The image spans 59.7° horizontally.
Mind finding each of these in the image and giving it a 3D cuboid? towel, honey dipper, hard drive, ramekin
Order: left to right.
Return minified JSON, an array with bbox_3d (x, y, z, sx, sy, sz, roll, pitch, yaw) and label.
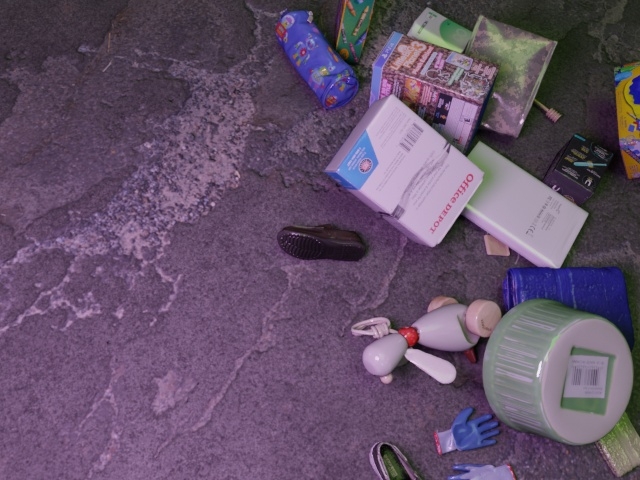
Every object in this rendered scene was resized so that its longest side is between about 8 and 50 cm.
[{"bbox_3d":[0.517,-0.094,1.494,0.353,0.047,0.233,36,60,9],"label":"hard drive"},{"bbox_3d":[0.659,-0.419,1.691,0.030,0.030,0.161,-38,74,-23],"label":"honey dipper"},{"bbox_3d":[0.514,0.282,1.188,0.303,0.148,0.303,-1,91,-23],"label":"ramekin"},{"bbox_3d":[0.603,0.177,1.365,0.308,0.076,0.228,-1,80,-10],"label":"towel"},{"bbox_3d":[0.675,0.450,1.272,0.110,0.027,0.148,-17,68,-15],"label":"towel"}]

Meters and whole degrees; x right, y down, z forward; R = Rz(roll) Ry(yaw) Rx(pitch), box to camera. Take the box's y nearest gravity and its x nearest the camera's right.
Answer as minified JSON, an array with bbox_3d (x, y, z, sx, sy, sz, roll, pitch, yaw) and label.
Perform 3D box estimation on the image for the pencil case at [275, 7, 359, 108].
[{"bbox_3d":[-0.011,-0.520,1.580,0.119,0.133,0.306,-10,62,-50],"label":"pencil case"}]

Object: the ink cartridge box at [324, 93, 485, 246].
[{"bbox_3d":[0.202,-0.163,1.346,0.307,0.129,0.223,36,86,-15],"label":"ink cartridge box"}]

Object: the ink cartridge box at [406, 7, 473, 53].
[{"bbox_3d":[0.347,-0.601,1.719,0.181,0.056,0.225,33,62,8],"label":"ink cartridge box"}]

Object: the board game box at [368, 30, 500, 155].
[{"bbox_3d":[0.287,-0.377,1.476,0.291,0.232,0.141,24,63,13],"label":"board game box"}]

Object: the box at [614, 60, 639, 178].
[{"bbox_3d":[0.994,-0.358,1.558,0.279,0.177,0.290,-8,57,33],"label":"box"}]

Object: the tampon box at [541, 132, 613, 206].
[{"bbox_3d":[0.706,-0.191,1.547,0.120,0.101,0.161,34,65,8],"label":"tampon box"}]

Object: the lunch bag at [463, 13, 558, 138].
[{"bbox_3d":[0.501,-0.453,1.598,0.235,0.169,0.287,23,93,8],"label":"lunch bag"}]

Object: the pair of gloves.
[{"bbox_3d":[0.333,0.469,1.212,0.159,0.023,0.198,-10,67,-15],"label":"pair of gloves"}]

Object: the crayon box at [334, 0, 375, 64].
[{"bbox_3d":[0.096,-0.660,1.580,0.081,0.278,0.165,5,64,-5],"label":"crayon box"}]

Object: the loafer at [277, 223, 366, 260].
[{"bbox_3d":[0.000,0.000,1.365,0.220,0.080,0.078,10,41,-15],"label":"loafer"}]

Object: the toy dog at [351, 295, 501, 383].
[{"bbox_3d":[0.247,0.240,1.236,0.333,0.220,0.161,-17,99,-8],"label":"toy dog"}]

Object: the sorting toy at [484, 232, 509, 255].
[{"bbox_3d":[0.460,0.002,1.464,0.062,0.012,0.083,2,64,-11],"label":"sorting toy"}]

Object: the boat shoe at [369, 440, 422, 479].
[{"bbox_3d":[0.176,0.513,1.137,0.078,0.070,0.219,-30,72,-21],"label":"boat shoe"}]
